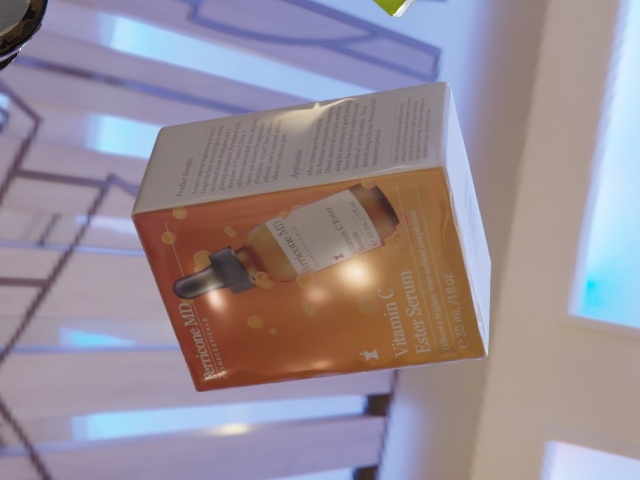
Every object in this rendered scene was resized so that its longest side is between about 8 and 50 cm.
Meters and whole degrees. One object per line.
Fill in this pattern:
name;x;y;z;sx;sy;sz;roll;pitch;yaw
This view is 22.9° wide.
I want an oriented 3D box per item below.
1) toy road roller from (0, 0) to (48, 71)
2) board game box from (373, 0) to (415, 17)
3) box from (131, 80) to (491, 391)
toy road roller;-0.284;-0.271;1.088;0.329;0.202;0.240;32;-98;-13
board game box;0.008;-0.224;0.920;0.181;0.043;0.092;42;-78;3
box;0.000;0.000;0.876;0.170;0.091;0.130;-9;-56;13
